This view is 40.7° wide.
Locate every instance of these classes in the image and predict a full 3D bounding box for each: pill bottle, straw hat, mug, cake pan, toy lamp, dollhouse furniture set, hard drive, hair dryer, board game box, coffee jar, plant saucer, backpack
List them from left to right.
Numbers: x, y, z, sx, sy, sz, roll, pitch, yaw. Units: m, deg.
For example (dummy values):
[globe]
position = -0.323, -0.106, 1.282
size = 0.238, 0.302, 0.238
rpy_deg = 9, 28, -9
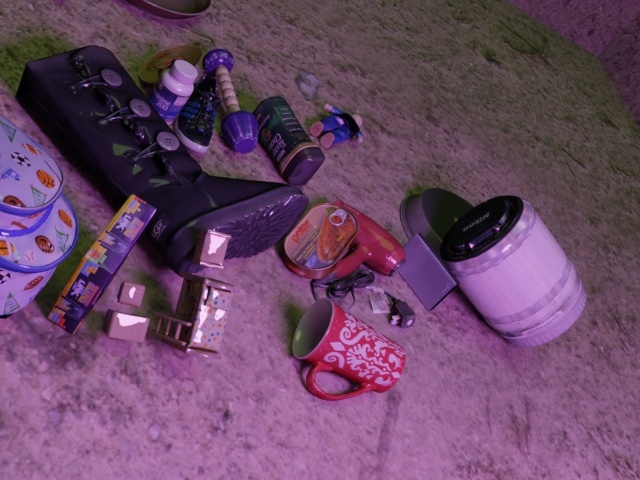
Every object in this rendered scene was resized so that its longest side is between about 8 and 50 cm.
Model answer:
[backpack]
position = -0.452, -0.039, 1.135
size = 0.263, 0.213, 0.276
rpy_deg = 42, 29, -18
[board game box]
position = -0.311, 0.032, 1.238
size = 0.048, 0.141, 0.170
rpy_deg = 34, 34, -10
[plant saucer]
position = -0.397, -0.607, 1.978
size = 0.310, 0.050, 0.310
rpy_deg = 27, 35, -21
[pill bottle]
position = -0.285, -0.285, 1.650
size = 0.067, 0.120, 0.067
rpy_deg = 27, 35, -21
[straw hat]
position = -0.293, -0.335, 1.746
size = 0.144, 0.144, 0.061
rpy_deg = -91, 165, -49
[dollhouse furniture set]
position = -0.209, 0.065, 1.248
size = 0.161, 0.182, 0.101
rpy_deg = 15, -3, -33
[toy lamp]
position = -0.185, -0.290, 1.797
size = 0.080, 0.080, 0.275
rpy_deg = 12, 43, -36
[coffee jar]
position = -0.070, -0.205, 1.798
size = 0.079, 0.096, 0.184
rpy_deg = -11, 58, -47
[mug]
position = 0.043, 0.199, 1.463
size = 0.169, 0.150, 0.113
rpy_deg = 30, -2, -24
[hair dryer]
position = 0.077, 0.030, 1.688
size = 0.223, 0.080, 0.293
rpy_deg = 16, 40, -32
[hard drive]
position = 0.214, 0.065, 1.772
size = 0.022, 0.094, 0.135
rpy_deg = -14, 61, -49
[cake pan]
position = 0.317, -0.013, 2.005
size = 0.293, 0.054, 0.293
rpy_deg = 27, 35, -21

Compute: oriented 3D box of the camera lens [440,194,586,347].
[camera lens]
position = 0.400, 0.060, 1.805
size = 0.274, 0.219, 0.219
rpy_deg = 50, 30, -19

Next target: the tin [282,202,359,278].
[tin]
position = 0.000, 0.000, 1.638
size = 0.106, 0.040, 0.190
rpy_deg = 32, 47, 9

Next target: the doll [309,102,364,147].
[doll]
position = 0.047, -0.273, 2.040
size = 0.129, 0.046, 0.189
rpy_deg = 48, 34, 9

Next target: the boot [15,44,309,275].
[boot]
position = -0.268, -0.160, 1.527
size = 0.445, 0.146, 0.367
rpy_deg = 44, 27, 16

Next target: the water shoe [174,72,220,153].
[water shoe]
position = -0.239, -0.257, 1.701
size = 0.073, 0.080, 0.203
rpy_deg = 22, 38, -26
